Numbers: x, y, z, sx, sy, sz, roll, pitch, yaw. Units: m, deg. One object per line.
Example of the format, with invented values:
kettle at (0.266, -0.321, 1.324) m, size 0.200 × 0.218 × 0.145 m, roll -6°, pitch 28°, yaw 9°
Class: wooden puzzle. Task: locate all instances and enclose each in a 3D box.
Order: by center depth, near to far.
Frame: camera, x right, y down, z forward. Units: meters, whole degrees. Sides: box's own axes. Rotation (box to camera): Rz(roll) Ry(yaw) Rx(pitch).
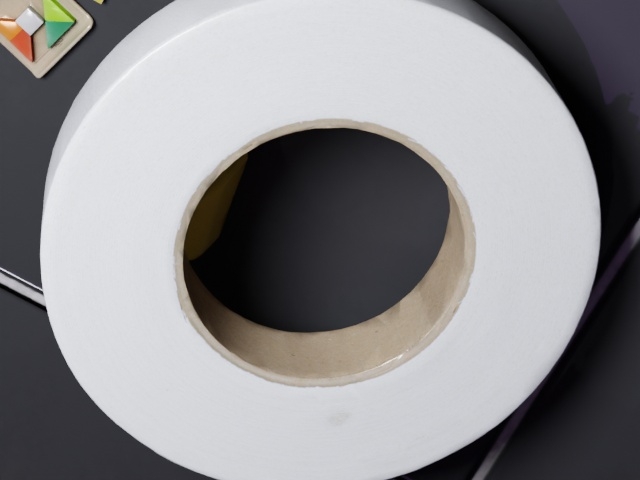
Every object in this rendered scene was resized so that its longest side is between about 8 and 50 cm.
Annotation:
wooden puzzle at (-0.212, -0.164, 1.246) m, size 0.078 × 0.014 × 0.116 m, roll 39°, pitch 117°, yaw -7°

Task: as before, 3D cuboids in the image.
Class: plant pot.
plant pot at (-0.112, -0.031, 1.247) m, size 0.081 × 0.083 × 0.081 m, roll 23°, pitch 118°, yaw 2°

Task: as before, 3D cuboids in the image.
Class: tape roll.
tape roll at (0.000, 0.000, 1.183) m, size 0.392 × 0.072 × 0.392 m, roll -3°, pitch 118°, yaw -6°
